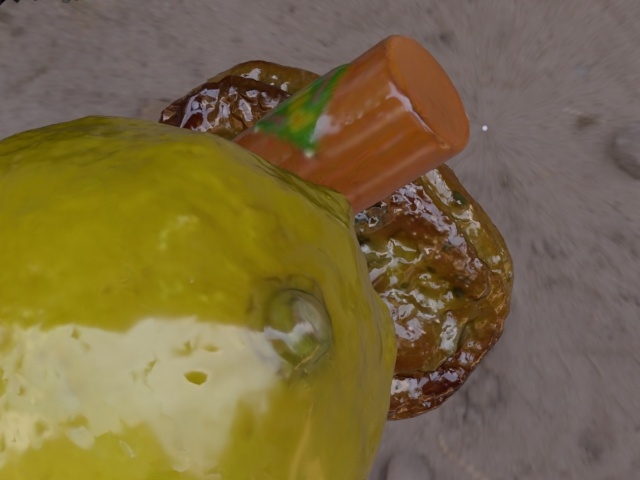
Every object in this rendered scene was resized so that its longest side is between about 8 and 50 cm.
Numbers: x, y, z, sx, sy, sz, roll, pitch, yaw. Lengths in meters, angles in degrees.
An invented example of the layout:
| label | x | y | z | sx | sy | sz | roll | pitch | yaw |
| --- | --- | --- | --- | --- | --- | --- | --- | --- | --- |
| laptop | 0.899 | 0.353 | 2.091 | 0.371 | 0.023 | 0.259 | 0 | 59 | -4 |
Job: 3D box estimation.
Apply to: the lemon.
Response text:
| label | x | y | z | sx | sy | sz | roll | pitch | yaw |
| --- | --- | --- | --- | --- | --- | --- | --- | --- | --- |
| lemon | -0.093 | 0.062 | 0.795 | 0.233 | 0.288 | 0.233 | 14 | 65 | -32 |

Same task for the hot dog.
| label | x | y | z | sx | sy | sz | roll | pitch | yaw |
| --- | --- | --- | --- | --- | --- | --- | --- | --- | --- |
| hot dog | 0.000 | 0.000 | 1.752 | 0.387 | 0.174 | 0.267 | 39 | 95 | -1 |

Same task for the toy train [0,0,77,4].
| label | x | y | z | sx | sy | sz | roll | pitch | yaw |
| --- | --- | --- | --- | --- | --- | --- | --- | --- | --- |
| toy train | -0.197 | -0.247 | 0.987 | 0.134 | 0.177 | 0.261 | 0 | 137 | 16 |

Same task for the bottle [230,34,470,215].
| label | x | y | z | sx | sy | sz | roll | pitch | yaw |
| --- | --- | --- | --- | --- | --- | --- | --- | --- | --- |
| bottle | -0.017 | -0.029 | 0.928 | 0.187 | 0.069 | 0.069 | -32 | 90 | 25 |
